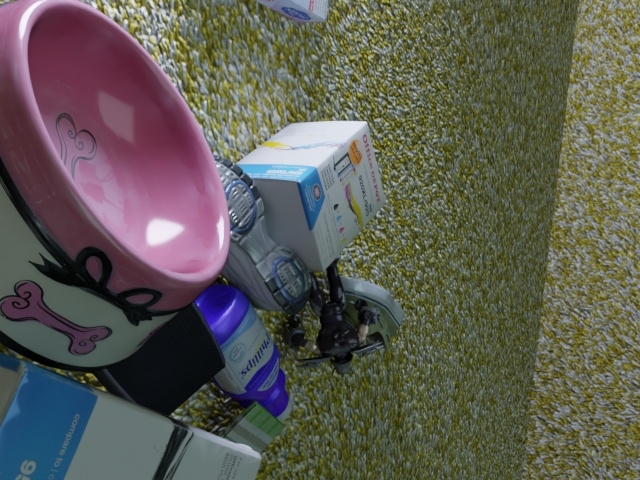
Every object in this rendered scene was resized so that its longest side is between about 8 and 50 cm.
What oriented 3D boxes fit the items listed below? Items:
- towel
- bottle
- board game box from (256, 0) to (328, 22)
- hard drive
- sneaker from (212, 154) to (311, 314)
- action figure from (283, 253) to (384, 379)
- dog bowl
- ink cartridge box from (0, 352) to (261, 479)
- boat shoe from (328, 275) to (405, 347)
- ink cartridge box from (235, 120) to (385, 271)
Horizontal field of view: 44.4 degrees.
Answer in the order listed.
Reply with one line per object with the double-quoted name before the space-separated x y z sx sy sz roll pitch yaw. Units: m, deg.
"towel" -0.139 0.340 1.305 0.152 0.023 0.113 -44 140 -6
"bottle" -0.126 0.201 1.298 0.118 0.092 0.283 -55 137 -33
"board game box" -0.083 -0.554 1.274 0.318 0.066 0.318 7 89 -57
"hard drive" -0.241 0.131 1.084 0.172 0.054 0.254 -40 124 -19
"sneaker" -0.138 0.001 1.242 0.111 0.129 0.297 -43 111 -43
"action figure" 0.017 0.121 1.452 0.185 0.099 0.285 -14 95 -18
"dog bowl" -0.250 -0.076 0.843 0.408 0.150 0.408 52 22 -31
"ink cartridge box" -0.296 0.237 0.864 0.395 0.285 0.166 41 63 -51
"boat shoe" 0.100 0.153 1.631 0.302 0.109 0.094 38 65 -56
"ink cartridge box" -0.024 -0.083 1.343 0.232 0.168 0.171 -46 130 -45
